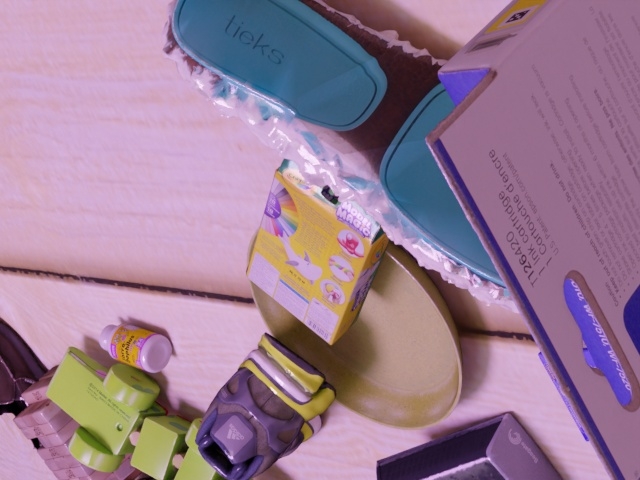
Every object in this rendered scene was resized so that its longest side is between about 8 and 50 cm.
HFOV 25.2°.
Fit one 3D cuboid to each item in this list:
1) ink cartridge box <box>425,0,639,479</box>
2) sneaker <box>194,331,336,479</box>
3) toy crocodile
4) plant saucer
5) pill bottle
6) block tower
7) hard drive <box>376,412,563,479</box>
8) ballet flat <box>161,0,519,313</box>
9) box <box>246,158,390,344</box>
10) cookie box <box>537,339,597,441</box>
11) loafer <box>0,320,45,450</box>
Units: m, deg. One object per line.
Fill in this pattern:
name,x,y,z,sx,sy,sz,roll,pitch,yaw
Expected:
ink cartridge box,0.189,-0.007,0.819,0.072,0.307,0.304,-9,117,49
sneaker,-0.070,0.178,1.409,0.111,0.121,0.300,42,165,10
toy crocodile,-0.181,0.233,1.644,0.340,0.105,0.115,29,100,25
plant saucer,0.037,0.066,1.294,0.241,0.037,0.241,29,142,26
pill bottle,-0.209,0.118,1.601,0.083,0.043,0.043,14,133,39
block tower,-0.250,0.311,1.796,0.335,0.091,0.097,55,145,-11
hard drive,0.171,0.292,1.317,0.172,0.054,0.255,-26,105,33
ballet flat,0.059,-0.077,1.078,0.409,0.147,0.147,38,145,19
box,0.000,0.000,1.199,0.105,0.043,0.179,38,147,13
cookie box,0.238,0.111,1.119,0.107,0.040,0.092,-10,116,51
loafer,-0.400,0.183,1.839,0.220,0.078,0.080,44,145,4
